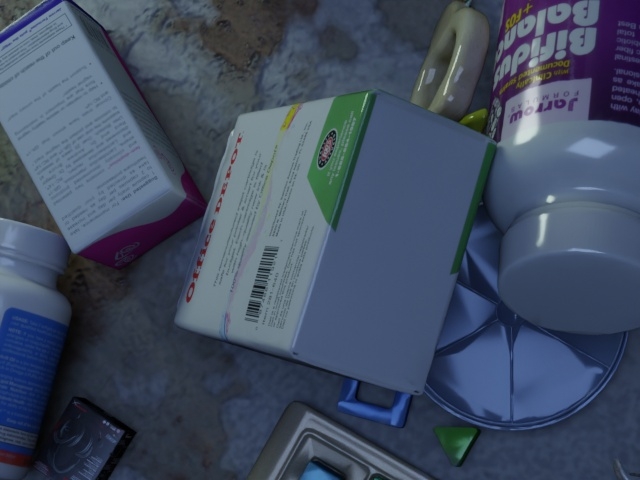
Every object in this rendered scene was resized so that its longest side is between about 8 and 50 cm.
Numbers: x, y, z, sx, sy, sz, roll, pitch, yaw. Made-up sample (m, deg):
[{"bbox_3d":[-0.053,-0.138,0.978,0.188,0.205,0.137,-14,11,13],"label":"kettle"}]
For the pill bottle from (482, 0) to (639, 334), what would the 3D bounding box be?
[{"bbox_3d":[0.213,-0.086,1.027,0.169,0.169,0.301,3,58,13],"label":"pill bottle"}]

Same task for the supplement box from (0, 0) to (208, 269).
[{"bbox_3d":[-0.212,-0.097,1.216,0.114,0.111,0.220,-34,75,5],"label":"supplement box"}]

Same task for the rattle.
[{"bbox_3d":[0.156,-0.159,1.169,0.143,0.130,0.199,13,57,4],"label":"rattle"}]

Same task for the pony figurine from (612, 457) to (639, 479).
[{"bbox_3d":[0.375,0.141,0.985,0.351,0.303,0.363,0,65,4],"label":"pony figurine"}]

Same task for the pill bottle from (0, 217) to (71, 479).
[{"bbox_3d":[-0.296,0.096,1.193,0.124,0.124,0.221,12,80,14],"label":"pill bottle"}]

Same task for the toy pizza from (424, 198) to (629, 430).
[{"bbox_3d":[0.162,0.062,1.132,0.201,0.032,0.201,0,84,4],"label":"toy pizza"}]

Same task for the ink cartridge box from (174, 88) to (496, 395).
[{"bbox_3d":[0.000,0.000,1.065,0.117,0.278,0.201,20,83,-23],"label":"ink cartridge box"}]

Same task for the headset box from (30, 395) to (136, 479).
[{"bbox_3d":[-0.218,0.194,1.207,0.062,0.032,0.083,31,87,16],"label":"headset box"}]

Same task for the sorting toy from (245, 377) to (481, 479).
[{"bbox_3d":[0.009,0.261,1.136,0.196,0.047,0.347,28,88,16],"label":"sorting toy"}]
